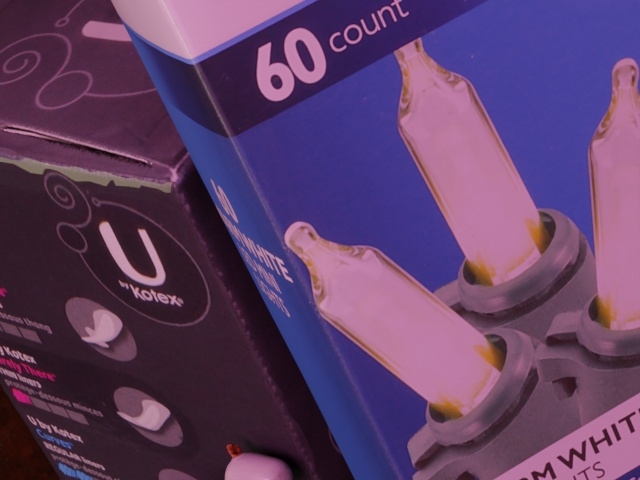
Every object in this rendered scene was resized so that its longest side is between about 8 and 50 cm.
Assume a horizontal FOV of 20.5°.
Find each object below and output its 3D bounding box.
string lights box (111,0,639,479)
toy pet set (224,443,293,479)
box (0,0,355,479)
[{"bbox_3d":[0.053,-0.004,0.435,0.259,0.133,0.077,64,171,-22],"label":"string lights box"},{"bbox_3d":[-0.022,0.112,0.542,0.065,0.114,0.122,-95,-18,-51],"label":"toy pet set"},{"bbox_3d":[-0.006,0.021,0.602,0.143,0.165,0.270,11,139,37],"label":"box"}]
